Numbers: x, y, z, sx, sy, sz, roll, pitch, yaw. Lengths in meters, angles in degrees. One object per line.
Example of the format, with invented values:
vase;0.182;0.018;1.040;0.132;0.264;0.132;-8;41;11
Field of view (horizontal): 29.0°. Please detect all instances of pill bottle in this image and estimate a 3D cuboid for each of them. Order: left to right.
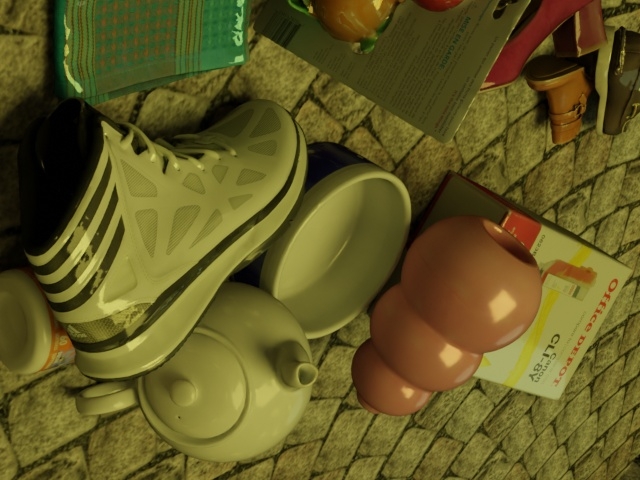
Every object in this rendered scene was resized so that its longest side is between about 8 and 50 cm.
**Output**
pill bottle;-0.272;0.077;1.455;0.216;0.121;0.121;-13;128;-45

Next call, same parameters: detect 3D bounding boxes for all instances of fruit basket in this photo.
fruit basket;0.109;-0.314;1.377;0.165;0.353;0.327;17;105;-53

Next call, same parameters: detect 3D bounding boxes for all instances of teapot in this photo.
teapot;-0.145;0.175;1.569;0.256;0.252;0.187;-57;168;17

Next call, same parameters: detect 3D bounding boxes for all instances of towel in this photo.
towel;-0.162;-0.330;1.315;0.271;0.040;0.370;-21;134;-40

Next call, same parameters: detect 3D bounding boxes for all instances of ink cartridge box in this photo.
ink cartridge box;0.310;0.087;2.073;0.384;0.160;0.279;21;101;-44

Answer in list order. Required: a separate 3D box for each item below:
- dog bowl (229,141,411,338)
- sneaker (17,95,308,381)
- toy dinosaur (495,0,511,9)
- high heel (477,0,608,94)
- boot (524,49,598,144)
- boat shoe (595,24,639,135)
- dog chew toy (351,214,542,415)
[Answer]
dog bowl;0.000;0.000;1.732;0.265;0.104;0.265;-31;140;-31
sneaker;-0.166;-0.083;1.366;0.447;0.169;0.257;-58;137;-42
toy dinosaur;0.158;-0.372;1.587;0.295;0.200;0.127;-29;-173;7
high heel;0.262;-0.325;1.810;0.377;0.127;0.181;-24;107;-31
boot;0.393;-0.228;2.032;0.197;0.073;0.152;-23;130;-42
boat shoe;0.515;-0.258;2.082;0.324;0.096;0.117;59;41;-66
dog chew toy;0.169;0.124;1.810;0.206;0.206;0.332;11;123;-53
